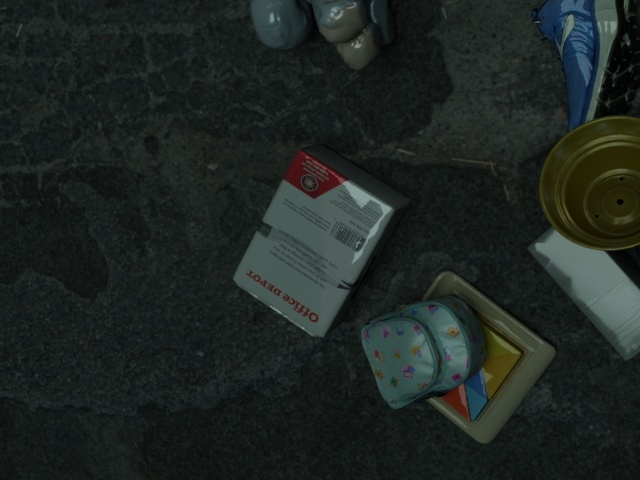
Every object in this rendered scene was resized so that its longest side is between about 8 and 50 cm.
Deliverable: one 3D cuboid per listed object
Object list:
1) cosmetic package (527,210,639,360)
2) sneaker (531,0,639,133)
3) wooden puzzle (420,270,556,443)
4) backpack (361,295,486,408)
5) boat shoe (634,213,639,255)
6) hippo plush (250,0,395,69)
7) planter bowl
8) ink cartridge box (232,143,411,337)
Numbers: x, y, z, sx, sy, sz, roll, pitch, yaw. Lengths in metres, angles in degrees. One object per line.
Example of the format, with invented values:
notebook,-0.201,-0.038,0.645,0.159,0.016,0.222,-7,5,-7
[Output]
cosmetic package,0.447,0.061,1.812,0.107,0.127,0.238,-40,85,22
sneaker,0.410,-0.315,1.774,0.147,0.130,0.329,14,109,40
wooden puzzle,0.248,0.203,1.962,0.239,0.044,0.221,36,110,12
backpack,0.172,0.181,1.899,0.188,0.144,0.165,-24,80,24
boat shoe,0.644,-0.017,1.730,0.341,0.127,0.158,-18,97,32
hippo plush,-0.025,-0.419,1.853,0.237,0.234,0.294,-1,100,21
planter bowl,0.444,-0.072,1.720,0.217,0.090,0.217,-8,67,20
ink cartridge box,0.000,0.000,1.986,0.197,0.114,0.272,33,109,12
